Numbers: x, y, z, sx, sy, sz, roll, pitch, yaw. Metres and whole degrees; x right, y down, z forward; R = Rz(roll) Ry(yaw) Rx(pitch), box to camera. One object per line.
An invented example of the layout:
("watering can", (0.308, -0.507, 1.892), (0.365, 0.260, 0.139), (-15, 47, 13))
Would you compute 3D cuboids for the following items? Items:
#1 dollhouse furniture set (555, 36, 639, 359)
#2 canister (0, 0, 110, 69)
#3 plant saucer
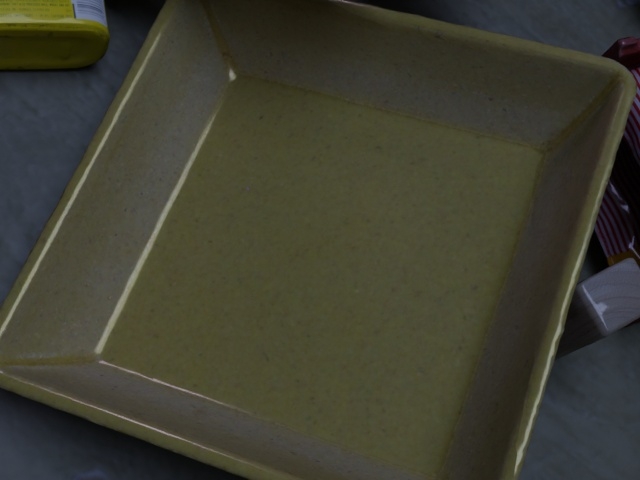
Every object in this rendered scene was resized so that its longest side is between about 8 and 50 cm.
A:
("dollhouse furniture set", (0.175, -0.013, 0.752), (0.374, 0.152, 0.201), (-19, 77, -26))
("canister", (-0.224, -0.214, 0.725), (0.126, 0.073, 0.169), (-4, 73, -22))
("plant saucer", (0.000, 0.000, 0.656), (0.333, 0.081, 0.332), (17, 68, 16))
